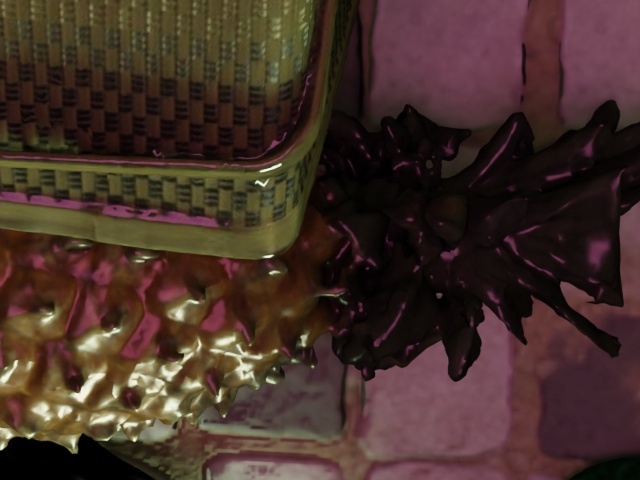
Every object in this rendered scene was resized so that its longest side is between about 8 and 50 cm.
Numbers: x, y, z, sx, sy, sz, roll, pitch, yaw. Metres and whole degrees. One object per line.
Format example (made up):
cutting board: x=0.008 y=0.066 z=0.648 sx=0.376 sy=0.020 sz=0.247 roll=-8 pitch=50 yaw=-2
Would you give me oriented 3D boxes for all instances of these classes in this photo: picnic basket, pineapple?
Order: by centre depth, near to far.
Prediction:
picnic basket: x=-0.063 y=-0.125 z=0.709 sx=0.165 sy=0.267 sz=0.139 roll=8 pitch=128 yaw=6
pineapple: x=0.000 y=0.000 z=0.819 sx=0.340 sy=0.169 sz=0.169 roll=-6 pitch=108 yaw=-5

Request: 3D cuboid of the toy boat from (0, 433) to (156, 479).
toy boat: x=-0.192 y=0.127 z=0.906 sx=0.299 sy=0.092 sz=0.134 roll=33 pitch=75 yaw=4

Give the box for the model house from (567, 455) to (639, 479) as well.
model house: x=0.184 y=0.280 z=0.823 sx=0.280 sy=0.249 sz=0.230 roll=31 pitch=109 yaw=-4
